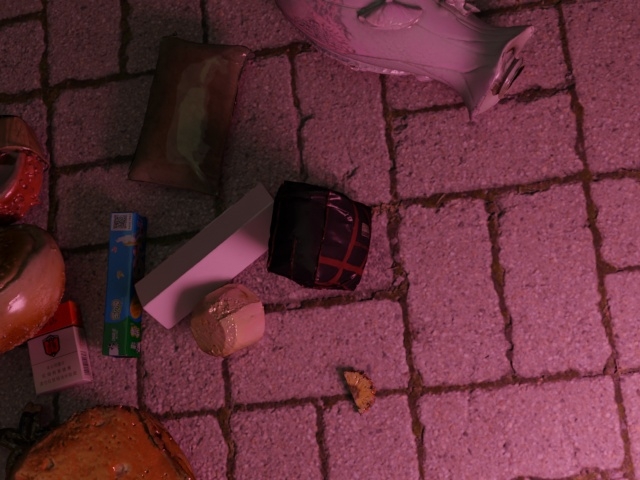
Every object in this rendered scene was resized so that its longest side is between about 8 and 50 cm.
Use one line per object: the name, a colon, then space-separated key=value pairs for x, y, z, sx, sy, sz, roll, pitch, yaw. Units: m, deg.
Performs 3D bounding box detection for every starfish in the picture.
starfish: x=-0.516 y=0.393 z=1.679 sx=0.190 sy=0.074 sz=0.146 roll=42 pitch=84 yaw=15

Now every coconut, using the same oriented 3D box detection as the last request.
coconut: x=-0.154 y=0.137 z=1.626 sx=0.116 sy=0.122 sz=0.116 roll=16 pitch=116 yaw=34

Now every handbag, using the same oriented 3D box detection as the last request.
handbag: x=0.000 y=0.000 z=1.568 sx=0.155 sy=0.215 sz=0.169 roll=12 pitch=87 yaw=23

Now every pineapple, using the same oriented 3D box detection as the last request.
pineapple: x=0.073 y=0.255 z=1.600 sx=0.045 sy=0.019 sz=0.083 roll=-27 pitch=75 yaw=12

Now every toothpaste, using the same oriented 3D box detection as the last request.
toothpaste: x=-0.358 y=0.081 z=1.708 sx=0.050 sy=0.065 sz=0.266 roll=-1 pitch=78 yaw=9

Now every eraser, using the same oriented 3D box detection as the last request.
eraser: x=-0.188 y=0.027 z=1.659 sx=0.298 sy=0.078 sz=0.076 roll=-39 pitch=39 yaw=2

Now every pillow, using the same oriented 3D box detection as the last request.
pillow: x=-0.244 y=-0.242 z=1.741 sx=0.185 sy=0.075 sz=0.302 roll=10 pitch=82 yaw=13

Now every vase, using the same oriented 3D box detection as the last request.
vase: x=0.144 y=-0.385 z=1.611 sx=0.446 sy=0.250 sz=0.250 roll=33 pitch=87 yaw=12

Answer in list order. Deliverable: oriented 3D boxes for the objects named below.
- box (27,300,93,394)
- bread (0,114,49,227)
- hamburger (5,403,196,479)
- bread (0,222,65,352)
box: x=-0.486 y=0.200 z=1.721 sx=0.100 sy=0.048 sz=0.152 roll=-17 pitch=76 yaw=8
bread: x=-0.638 y=-0.129 z=1.771 sx=0.225 sy=0.142 sz=0.211 roll=-9 pitch=64 yaw=10
hamburger: x=-0.354 y=0.436 z=1.565 sx=0.284 sy=0.174 sz=0.304 roll=-33 pitch=85 yaw=-9
bread: x=-0.588 y=0.096 z=1.670 sx=0.306 sy=0.158 sz=0.305 roll=-18 pitch=33 yaw=12
